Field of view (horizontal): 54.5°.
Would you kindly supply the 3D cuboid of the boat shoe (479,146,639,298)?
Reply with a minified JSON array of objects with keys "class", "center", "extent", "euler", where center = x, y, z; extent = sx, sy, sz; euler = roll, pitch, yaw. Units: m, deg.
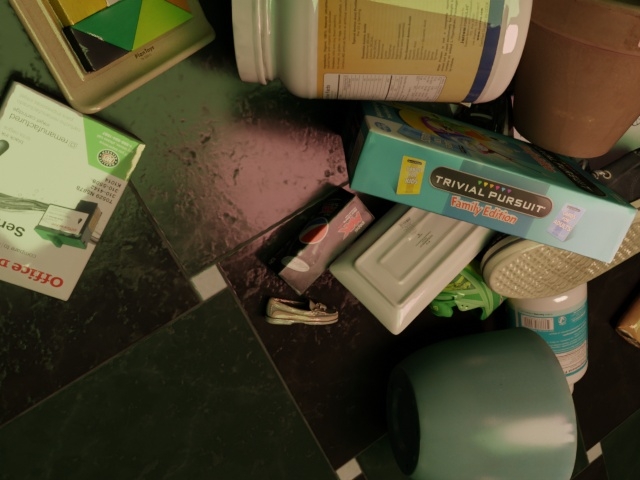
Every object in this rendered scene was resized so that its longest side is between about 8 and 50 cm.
[{"class":"boat shoe","center":[0.455,-0.042,1.064],"extent":[0.500,0.156,0.186],"euler":[-21,144,-23]}]

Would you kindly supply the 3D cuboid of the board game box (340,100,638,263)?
[{"class":"board game box","center":[0.202,-0.098,0.833],"extent":[0.336,0.253,0.079],"euler":[15,113,-7]}]

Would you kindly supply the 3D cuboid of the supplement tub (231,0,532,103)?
[{"class":"supplement tub","center":[0.063,-0.281,0.734],"extent":[0.316,0.228,0.228],"euler":[2,109,-1]}]

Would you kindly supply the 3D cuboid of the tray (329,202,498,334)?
[{"class":"tray","center":[0.156,0.000,0.945],"extent":[0.270,0.030,0.145],"euler":[-43,77,-16]}]

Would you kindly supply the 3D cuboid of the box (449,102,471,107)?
[{"class":"box","center":[0.148,-0.235,0.919],"extent":[0.137,0.094,0.027],"euler":[14,101,-30]}]

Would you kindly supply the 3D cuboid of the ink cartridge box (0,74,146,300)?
[{"class":"ink cartridge box","center":[-0.333,-0.058,0.739],"extent":[0.160,0.092,0.219],"euler":[25,95,-31]}]

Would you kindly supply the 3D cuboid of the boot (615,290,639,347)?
[{"class":"boot","center":[0.728,0.089,1.337],"extent":[0.236,0.089,0.269],"euler":[34,92,-32]}]

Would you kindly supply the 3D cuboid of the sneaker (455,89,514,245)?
[{"class":"sneaker","center":[0.280,-0.122,1.036],"extent":[0.108,0.100,0.271],"euler":[-19,121,-34]}]

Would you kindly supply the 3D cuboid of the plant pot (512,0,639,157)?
[{"class":"plant pot","center":[0.380,-0.247,0.871],"extent":[0.263,0.263,0.229],"euler":[-10,130,-24]}]

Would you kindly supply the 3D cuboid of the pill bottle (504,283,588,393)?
[{"class":"pill bottle","center":[0.430,0.177,1.182],"extent":[0.146,0.146,0.264],"euler":[-21,117,-19]}]

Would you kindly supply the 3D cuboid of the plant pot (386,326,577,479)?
[{"class":"plant pot","center":[0.248,0.300,1.065],"extent":[0.235,0.293,0.293],"euler":[-1,109,-11]}]

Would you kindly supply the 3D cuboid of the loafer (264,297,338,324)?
[{"class":"loafer","center":[-0.027,0.111,0.987],"extent":[0.125,0.045,0.039],"euler":[2,100,-25]}]

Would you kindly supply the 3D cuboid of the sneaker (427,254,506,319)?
[{"class":"sneaker","center":[0.206,0.067,1.048],"extent":[0.296,0.109,0.123],"euler":[23,101,-27]}]

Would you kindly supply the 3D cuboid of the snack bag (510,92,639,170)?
[{"class":"snack bag","center":[0.458,-0.176,1.132],"extent":[0.343,0.037,0.323],"euler":[-32,120,-13]}]

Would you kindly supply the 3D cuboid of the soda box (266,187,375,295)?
[{"class":"soda box","center":[0.000,0.000,0.953],"extent":[0.169,0.053,0.060],"euler":[-46,122,-6]}]

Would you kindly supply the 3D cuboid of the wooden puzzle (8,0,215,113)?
[{"class":"wooden puzzle","center":[-0.238,-0.293,0.685],"extent":[0.221,0.044,0.238],"euler":[-46,123,-33]}]
